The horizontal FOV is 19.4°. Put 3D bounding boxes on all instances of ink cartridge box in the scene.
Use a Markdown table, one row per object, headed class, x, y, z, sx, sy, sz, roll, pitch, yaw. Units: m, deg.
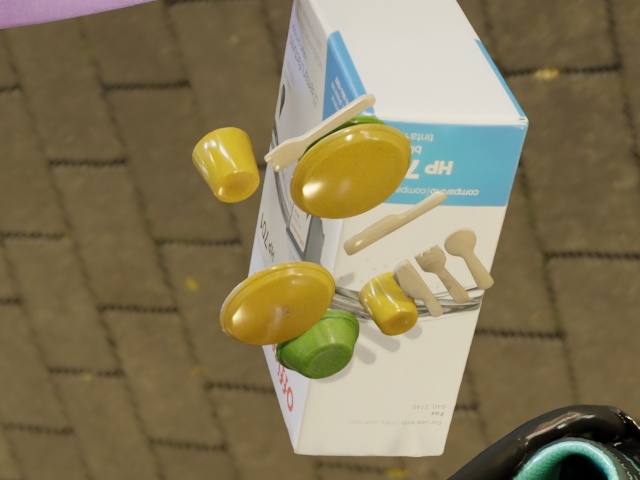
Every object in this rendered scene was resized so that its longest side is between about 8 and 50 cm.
| class | x | y | z | sx | sy | sz | roll | pitch | yaw |
| --- | --- | --- | --- | --- | --- | --- | --- | --- | --- |
| ink cartridge box | 0.025 | -0.012 | 0.899 | 0.082 | 0.139 | 0.191 | 2 | 123 | -16 |

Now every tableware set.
| class | x | y | z | sx | sy | sz | roll | pitch | yaw |
| --- | --- | --- | --- | --- | --- | --- | --- | --- | --- |
| tableware set | 0.000 | 0.000 | 0.728 | 0.154 | 0.104 | 0.024 | 50 | -169 | -52 |

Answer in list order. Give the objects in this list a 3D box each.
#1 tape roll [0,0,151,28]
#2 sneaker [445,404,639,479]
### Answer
| class | x | y | z | sx | sy | sz | roll | pitch | yaw |
| --- | --- | --- | --- | --- | --- | --- | --- | --- | --- |
| tape roll | -0.124 | -0.184 | 0.947 | 0.275 | 0.275 | 0.090 | 6 | 116 | 36 |
| sneaker | 0.102 | 0.108 | 0.606 | 0.101 | 0.267 | 0.106 | 36 | 119 | 30 |
